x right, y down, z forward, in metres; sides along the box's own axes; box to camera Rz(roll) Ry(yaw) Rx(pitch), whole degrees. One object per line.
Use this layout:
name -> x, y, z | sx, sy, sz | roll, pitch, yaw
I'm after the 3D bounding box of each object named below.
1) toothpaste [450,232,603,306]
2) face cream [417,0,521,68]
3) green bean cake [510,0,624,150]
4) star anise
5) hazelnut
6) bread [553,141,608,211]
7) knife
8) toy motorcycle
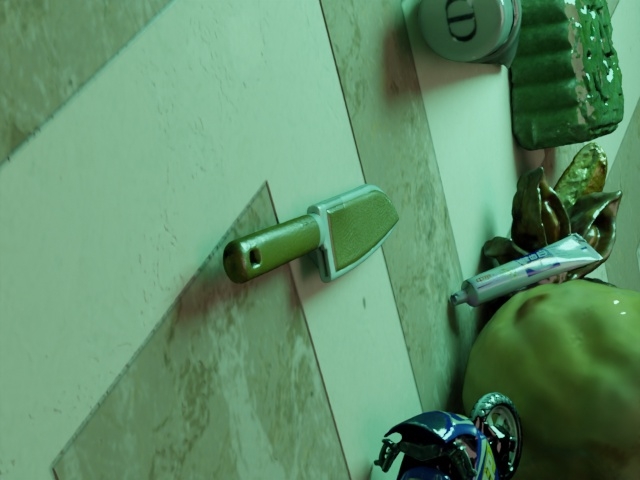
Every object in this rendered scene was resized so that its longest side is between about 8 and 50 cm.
toothpaste -> 0.199, 0.031, 1.540 | 0.170, 0.045, 0.028 | -20, 135, -25
face cream -> 0.162, -0.226, 1.521 | 0.314, 0.089, 0.143 | -36, 121, -71
green bean cake -> 0.275, -0.200, 1.763 | 0.183, 0.094, 0.185 | -14, 97, -64
star anise -> 0.245, 0.039, 1.644 | 0.214, 0.099, 0.220 | 29, 79, -41
hazelnut -> 0.262, 0.154, 1.492 | 0.241, 0.261, 0.261 | -41, 126, -52
bread -> 0.274, -0.031, 1.756 | 0.154, 0.054, 0.136 | -57, 174, 0
knife -> 0.000, 0.001, 1.201 | 0.343, 0.027, 0.061 | -26, 108, -67
toy motorcycle -> 0.093, 0.253, 1.303 | 0.169, 0.113, 0.315 | 46, 55, -42
